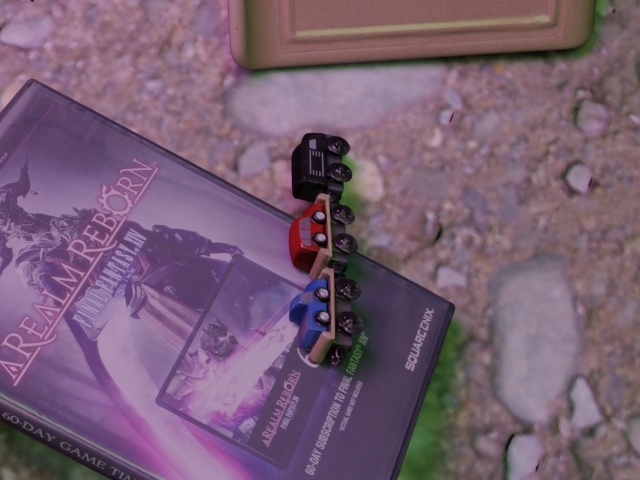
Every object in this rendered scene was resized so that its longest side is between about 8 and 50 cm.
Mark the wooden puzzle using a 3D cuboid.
[{"bbox_3d":[0.057,-0.216,0.740,0.239,0.044,0.220,-7,113,-15],"label":"wooden puzzle"}]

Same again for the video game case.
[{"bbox_3d":[-0.075,0.040,0.657,0.274,0.026,0.196,29,45,-3],"label":"video game case"}]

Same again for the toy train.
[{"bbox_3d":[0.000,0.000,0.694,0.036,0.027,0.158,11,48,-16],"label":"toy train"}]
